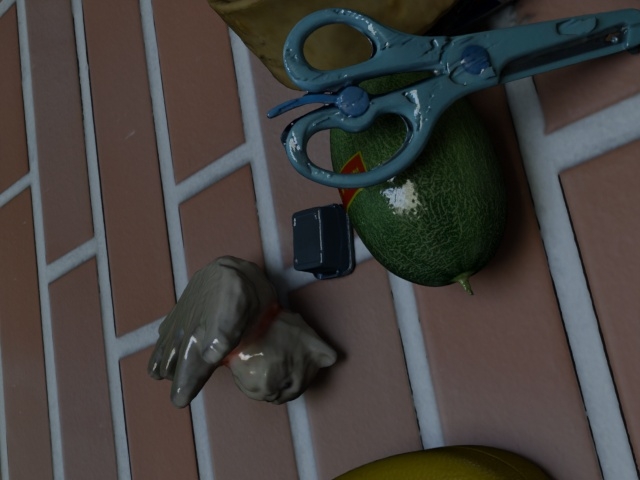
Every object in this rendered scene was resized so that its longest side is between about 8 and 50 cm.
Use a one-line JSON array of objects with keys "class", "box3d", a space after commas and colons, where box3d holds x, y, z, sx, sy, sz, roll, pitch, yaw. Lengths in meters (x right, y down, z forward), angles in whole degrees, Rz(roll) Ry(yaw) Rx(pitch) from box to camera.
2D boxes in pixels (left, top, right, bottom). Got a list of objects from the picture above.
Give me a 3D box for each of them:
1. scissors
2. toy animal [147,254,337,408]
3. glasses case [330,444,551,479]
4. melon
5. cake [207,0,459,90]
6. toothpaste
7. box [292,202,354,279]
[{"class": "scissors", "box3d": [0.139, -0.166, 0.831, 0.032, 0.393, 0.180, 164, 93, -86]}, {"class": "toy animal", "box3d": [-0.119, 0.146, 1.179, 0.307, 0.188, 0.266, -56, 29, 39]}, {"class": "glasses case", "box3d": [0.085, 0.333, 0.937, 0.371, 0.141, 0.173, -34, 62, 37]}, {"class": "melon", "box3d": [0.109, -0.068, 0.932, 0.182, 0.182, 0.287, -38, 60, 36]}, {"class": "cake", "box3d": [-0.015, -0.378, 0.926, 0.332, 0.321, 0.332, -26, 36, 21]}, {"class": "toothpaste", "box3d": [0.152, -0.284, 1.011, 0.266, 0.061, 0.096, -15, 76, 49]}, {"class": "box", "box3d": [0.000, 0.000, 1.121, 0.074, 0.054, 0.099, -12, 76, 42]}]
